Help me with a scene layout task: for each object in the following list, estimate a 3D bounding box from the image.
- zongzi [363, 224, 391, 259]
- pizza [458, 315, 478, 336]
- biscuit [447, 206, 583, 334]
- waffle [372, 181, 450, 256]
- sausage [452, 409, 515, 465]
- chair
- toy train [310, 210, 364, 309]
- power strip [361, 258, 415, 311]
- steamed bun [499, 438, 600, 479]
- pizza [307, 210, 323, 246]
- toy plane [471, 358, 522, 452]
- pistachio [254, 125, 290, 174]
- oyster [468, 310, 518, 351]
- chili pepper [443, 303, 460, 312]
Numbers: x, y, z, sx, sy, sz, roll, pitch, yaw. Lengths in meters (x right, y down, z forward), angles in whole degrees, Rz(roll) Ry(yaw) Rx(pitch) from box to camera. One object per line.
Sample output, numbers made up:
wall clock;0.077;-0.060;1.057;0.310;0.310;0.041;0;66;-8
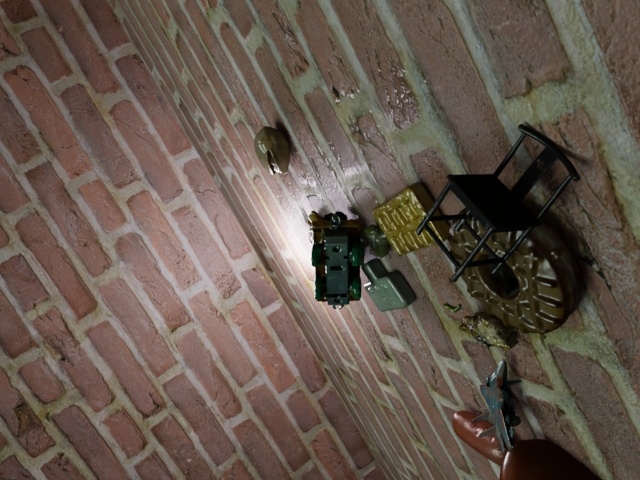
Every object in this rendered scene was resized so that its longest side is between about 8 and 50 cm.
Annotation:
zongzi;0.215;0.022;1.679;0.130;0.062;0.154;10;138;50
pizza;0.434;0.239;1.411;0.134;0.046;0.175;25;175;-30
biscuit;0.409;0.054;1.142;0.332;0.103;0.332;49;161;23
waffle;0.246;-0.054;1.454;0.168;0.057;0.274;58;162;0
sausage;0.556;0.667;1.769;0.114;0.113;0.259;63;162;-17
chair;0.315;-0.065;0.962;0.155;0.141;0.260;58;138;34
toy train;0.061;0.061;1.888;0.249;0.178;0.430;-89;-3;-54
power strip;0.220;0.156;1.866;0.194;0.059;0.265;56;163;2
steamed bun;0.651;0.756;1.448;0.379;0.248;0.235;38;154;43
pizza;0.000;0.000;2.173;0.197;0.058;0.292;28;146;58
toy plane;0.516;0.452;1.506;0.223;0.104;0.327;-102;12;-55
pistachio;-0.177;-0.334;1.984;0.223;0.126;0.152;73;-170;-51
oyster;0.427;0.208;1.297;0.132;0.209;0.072;29;111;26
chili pepper;0.391;0.199;1.562;0.030;0.017;0.083;62;162;-11
